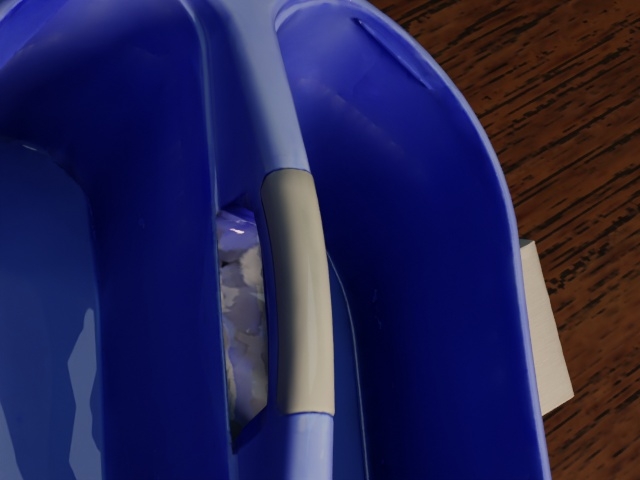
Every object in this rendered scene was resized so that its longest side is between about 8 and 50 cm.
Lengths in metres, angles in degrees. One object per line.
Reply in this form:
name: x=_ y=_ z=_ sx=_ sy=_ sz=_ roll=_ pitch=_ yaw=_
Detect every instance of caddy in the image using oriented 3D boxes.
caddy: x=-0.040 y=0.048 z=0.670 sx=0.241 sy=0.179 sz=0.341 roll=6 pitch=64 yaw=-25

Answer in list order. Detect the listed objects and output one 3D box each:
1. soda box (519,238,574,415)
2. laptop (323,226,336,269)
soda box: x=-0.004 y=0.091 z=0.897 sx=0.286 sy=0.091 sz=0.098 roll=-25 pitch=108 yaw=-34
laptop: x=-0.004 y=0.254 z=0.708 sx=0.382 sy=0.236 sz=0.408 roll=-27 pitch=52 yaw=-33
